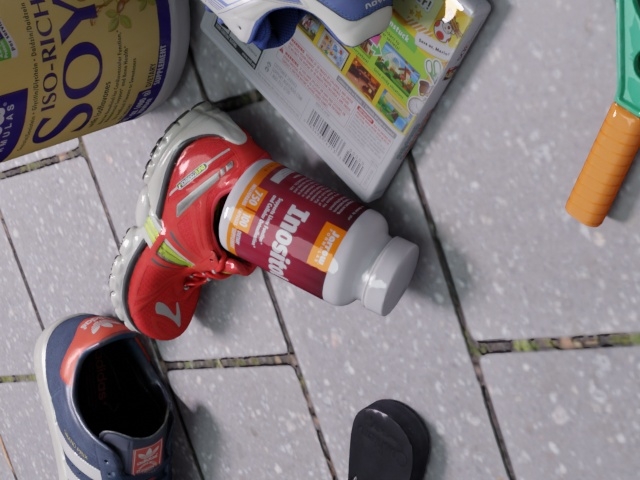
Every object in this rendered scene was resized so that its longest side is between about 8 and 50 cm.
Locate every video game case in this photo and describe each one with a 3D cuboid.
[{"bbox_3d":[0.009,-0.176,0.955,0.227,0.026,0.206,48,136,19],"label":"video game case"}]

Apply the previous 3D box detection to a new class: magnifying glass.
[{"bbox_3d":[0.211,-0.106,0.780,0.092,0.026,0.231,39,134,26],"label":"magnifying glass"}]

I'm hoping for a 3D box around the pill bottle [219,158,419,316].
[{"bbox_3d":[0.000,0.000,0.992,0.152,0.086,0.086,26,128,17],"label":"pill bottle"}]

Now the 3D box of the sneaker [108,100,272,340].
[{"bbox_3d":[-0.114,0.008,1.118,0.118,0.107,0.279,35,134,17],"label":"sneaker"}]

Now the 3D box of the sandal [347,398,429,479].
[{"bbox_3d":[0.046,0.262,1.109,0.097,0.054,0.255,20,123,39],"label":"sandal"}]

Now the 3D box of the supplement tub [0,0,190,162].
[{"bbox_3d":[-0.305,-0.183,1.041,0.241,0.331,0.241,23,125,37],"label":"supplement tub"}]

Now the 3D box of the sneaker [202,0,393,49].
[{"bbox_3d":[-0.074,-0.207,0.915,0.296,0.112,0.131,13,120,39],"label":"sneaker"}]

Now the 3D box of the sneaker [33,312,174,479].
[{"bbox_3d":[-0.204,0.247,1.302,0.148,0.131,0.350,-10,102,52],"label":"sneaker"}]
